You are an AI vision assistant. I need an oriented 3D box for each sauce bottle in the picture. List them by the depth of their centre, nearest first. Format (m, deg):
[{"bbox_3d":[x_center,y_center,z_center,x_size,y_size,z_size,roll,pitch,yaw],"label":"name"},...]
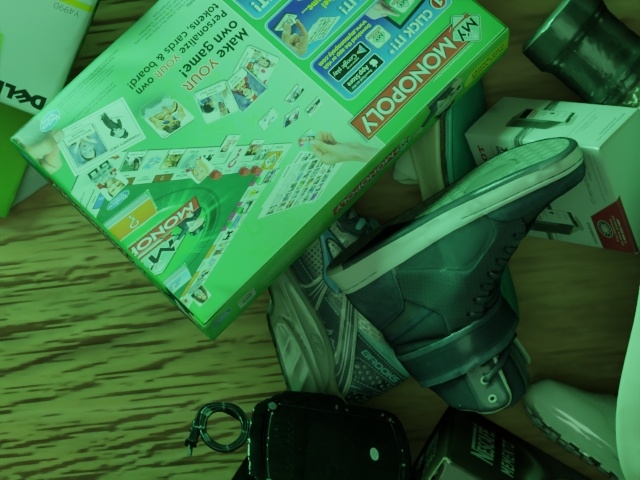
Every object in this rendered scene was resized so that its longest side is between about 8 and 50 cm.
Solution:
[{"bbox_3d":[0.305,-0.060,1.301,0.344,0.111,0.111,40,103,-3],"label":"sauce bottle"}]

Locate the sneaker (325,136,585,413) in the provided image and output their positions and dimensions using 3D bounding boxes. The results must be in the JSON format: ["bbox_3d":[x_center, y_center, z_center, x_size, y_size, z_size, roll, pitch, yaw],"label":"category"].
[{"bbox_3d":[0.135,0.031,1.263,0.226,0.086,0.163,-31,98,34],"label":"sneaker"}]

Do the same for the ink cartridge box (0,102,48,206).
[{"bbox_3d":[-0.417,-0.155,1.410,0.308,0.091,0.385,-32,112,11],"label":"ink cartridge box"}]

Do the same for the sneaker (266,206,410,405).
[{"bbox_3d":[0.000,0.000,1.370,0.122,0.110,0.283,-17,104,-4],"label":"sneaker"}]

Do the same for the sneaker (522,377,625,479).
[{"bbox_3d":[0.274,0.163,1.371,0.235,0.090,0.095,29,90,-3],"label":"sneaker"}]

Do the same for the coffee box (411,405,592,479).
[{"bbox_3d":[0.199,0.266,1.349,0.297,0.168,0.119,30,103,0],"label":"coffee box"}]

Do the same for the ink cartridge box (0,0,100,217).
[{"bbox_3d":[-0.289,-0.141,1.320,0.188,0.097,0.255,20,111,-11],"label":"ink cartridge box"}]

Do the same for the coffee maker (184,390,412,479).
[{"bbox_3d":[-0.031,0.199,1.356,0.171,0.120,0.178,29,142,2],"label":"coffee maker"}]

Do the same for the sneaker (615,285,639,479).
[{"bbox_3d":[0.305,0.049,1.213,0.148,0.131,0.350,13,118,20],"label":"sneaker"}]

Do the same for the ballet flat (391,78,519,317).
[{"bbox_3d":[0.096,-0.032,1.355,0.086,0.086,0.248,-8,101,9],"label":"ballet flat"}]

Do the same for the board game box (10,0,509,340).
[{"bbox_3d":[-0.044,-0.109,1.280,0.317,0.046,0.213,-44,74,-10],"label":"board game box"}]

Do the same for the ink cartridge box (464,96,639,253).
[{"bbox_3d":[0.187,-0.051,1.291,0.135,0.056,0.099,10,133,48],"label":"ink cartridge box"}]
